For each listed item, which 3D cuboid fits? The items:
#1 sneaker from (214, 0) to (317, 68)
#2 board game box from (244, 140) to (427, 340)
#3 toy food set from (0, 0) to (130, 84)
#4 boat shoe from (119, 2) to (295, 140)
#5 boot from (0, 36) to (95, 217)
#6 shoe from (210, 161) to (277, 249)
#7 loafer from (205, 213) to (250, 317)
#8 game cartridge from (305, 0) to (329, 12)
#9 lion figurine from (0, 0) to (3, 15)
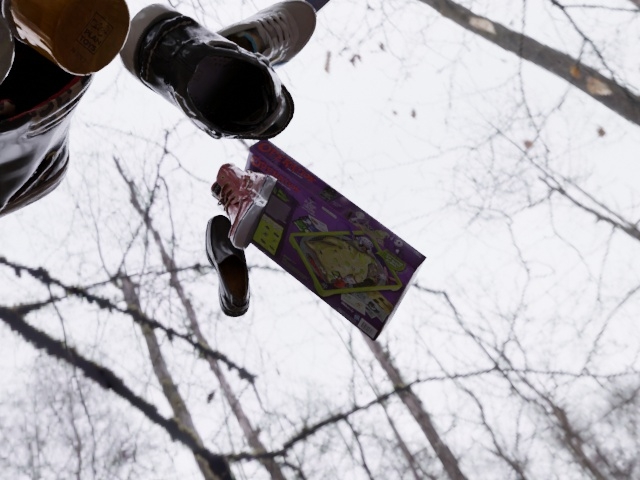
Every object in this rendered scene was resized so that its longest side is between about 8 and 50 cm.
[{"bbox_3d":[-0.086,-0.275,1.110,0.229,0.092,0.087,-37,-75,-26],"label":"sneaker"},{"bbox_3d":[0.000,0.000,1.359,0.056,0.347,0.208,-41,-17,-36],"label":"board game box"},{"bbox_3d":[-0.154,-0.139,0.248,0.111,0.105,0.232,-49,-23,-15],"label":"toy food set"},{"bbox_3d":[-0.096,-0.155,0.863,0.114,0.091,0.302,-58,-23,11],"label":"boat shoe"},{"bbox_3d":[-0.384,-0.075,0.770,0.377,0.138,0.284,-35,-2,-37],"label":"boot"},{"bbox_3d":[-0.118,-0.051,1.092,0.081,0.178,0.063,21,-60,-2],"label":"shoe"},{"bbox_3d":[-0.139,0.032,1.239,0.062,0.170,0.061,-11,-19,-22],"label":"loafer"},{"bbox_3d":[-0.048,-0.389,1.376,0.297,0.198,0.062,-37,-74,23],"label":"game cartridge"},{"bbox_3d":[-0.293,-0.275,0.453,0.142,0.240,0.392,6,-88,-60],"label":"lion figurine"}]
